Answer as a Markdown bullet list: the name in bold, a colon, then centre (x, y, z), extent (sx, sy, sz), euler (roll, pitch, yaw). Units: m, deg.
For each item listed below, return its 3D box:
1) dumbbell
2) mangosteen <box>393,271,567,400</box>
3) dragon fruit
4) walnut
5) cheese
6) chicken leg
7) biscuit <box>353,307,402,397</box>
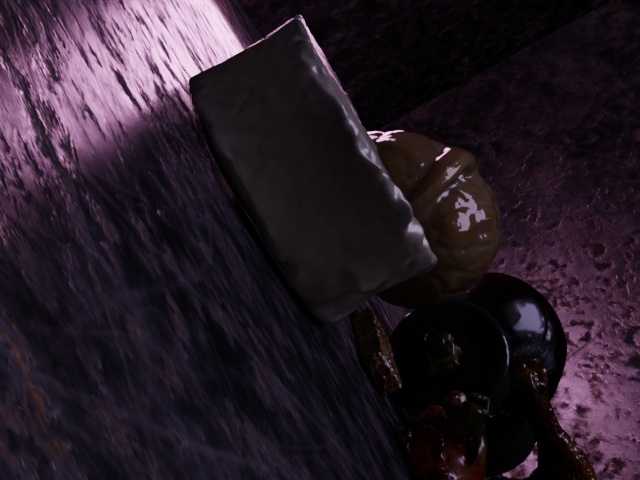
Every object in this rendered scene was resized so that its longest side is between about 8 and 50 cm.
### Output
- **dumbbell**: centre (0.215, 0.223, 1.764), extent (0.185, 0.185, 0.388), euler (64, 6, 34)
- **mangosteen**: centre (0.282, 0.192, 2.117), extent (0.300, 0.300, 0.300), euler (61, 5, -8)
- **dragon fruit**: centre (0.153, 0.259, 1.435), extent (0.142, 0.175, 0.138), euler (31, -7, 2)
- **walnut**: centre (0.123, -0.032, 1.800), extent (0.296, 0.285, 0.285), euler (40, 3, 5)
- **cheese**: centre (-0.004, -0.065, 1.309), extent (0.332, 0.153, 0.292), euler (58, 5, -19)
- **chicken leg**: centre (0.280, 0.298, 1.504), extent (0.158, 0.096, 0.407), euler (21, -41, 24)
- **biscuit**: centre (0.075, 0.148, 1.599), extent (0.064, 0.034, 0.199), euler (60, 6, -13)
